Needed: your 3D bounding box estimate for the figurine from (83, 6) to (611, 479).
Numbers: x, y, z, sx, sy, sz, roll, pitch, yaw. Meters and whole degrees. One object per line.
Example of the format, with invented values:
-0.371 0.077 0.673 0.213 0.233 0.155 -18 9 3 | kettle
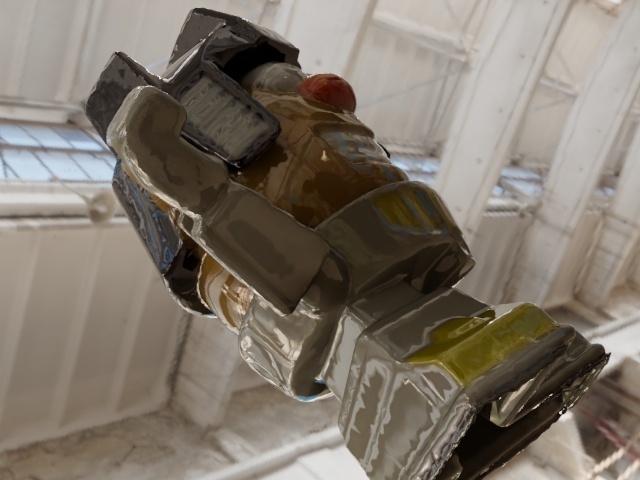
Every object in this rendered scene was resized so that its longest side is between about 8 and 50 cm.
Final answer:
-0.003 0.001 0.456 0.143 0.308 0.308 -44 -32 -8 | figurine
